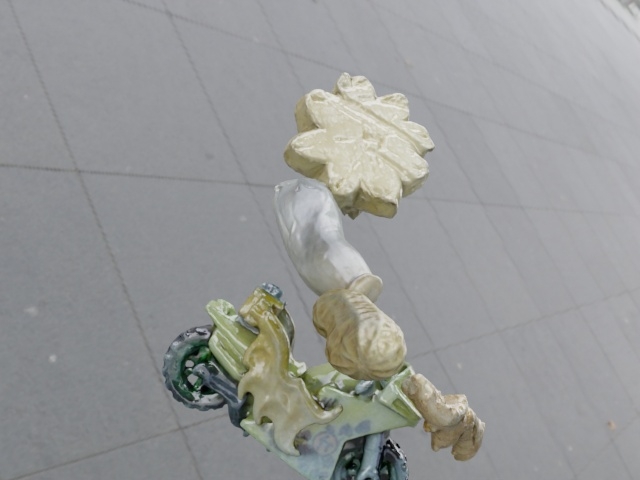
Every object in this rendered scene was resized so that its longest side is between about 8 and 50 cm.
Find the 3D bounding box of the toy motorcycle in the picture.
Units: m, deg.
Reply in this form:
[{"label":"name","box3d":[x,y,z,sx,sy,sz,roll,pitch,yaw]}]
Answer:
[{"label":"toy motorcycle","box3d":[-0.022,0.224,1.182,0.410,0.236,0.169,32,3,-3]}]

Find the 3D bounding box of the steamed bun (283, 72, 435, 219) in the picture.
[{"label":"steamed bun","box3d":[0.060,-0.155,1.489,0.292,0.137,0.295,-16,72,-29]}]

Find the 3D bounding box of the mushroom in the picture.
[{"label":"mushroom","box3d":[-0.002,0.001,1.261,0.351,0.110,0.097,-117,-163,-52]}]

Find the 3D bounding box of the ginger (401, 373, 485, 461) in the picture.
[{"label":"ginger","box3d":[0.178,0.256,1.131,0.075,0.089,0.288,53,4,35]}]

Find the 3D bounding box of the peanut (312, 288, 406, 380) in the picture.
[{"label":"peanut","box3d":[0.044,0.117,1.004,0.083,0.093,0.194,29,3,-26]}]
